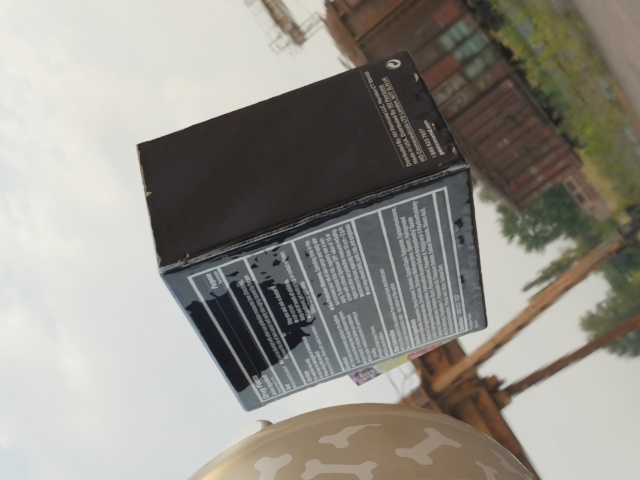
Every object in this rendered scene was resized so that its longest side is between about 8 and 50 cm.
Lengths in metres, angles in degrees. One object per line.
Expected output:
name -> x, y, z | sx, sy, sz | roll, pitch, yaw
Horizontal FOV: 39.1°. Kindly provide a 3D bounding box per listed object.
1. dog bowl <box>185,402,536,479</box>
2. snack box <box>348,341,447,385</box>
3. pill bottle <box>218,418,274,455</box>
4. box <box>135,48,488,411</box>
dog bowl -> 0.036, 0.279, 0.534 | 0.349, 0.349, 0.102 | 48, 169, -14
snack box -> 0.064, 0.081, 1.211 | 0.207, 0.174, 0.070 | 49, -158, -28
pill bottle -> -0.021, 0.297, 0.952 | 0.208, 0.117, 0.117 | 43, -163, -8
box -> 0.000, 0.000, 0.948 | 0.296, 0.294, 0.183 | 71, 179, -52
